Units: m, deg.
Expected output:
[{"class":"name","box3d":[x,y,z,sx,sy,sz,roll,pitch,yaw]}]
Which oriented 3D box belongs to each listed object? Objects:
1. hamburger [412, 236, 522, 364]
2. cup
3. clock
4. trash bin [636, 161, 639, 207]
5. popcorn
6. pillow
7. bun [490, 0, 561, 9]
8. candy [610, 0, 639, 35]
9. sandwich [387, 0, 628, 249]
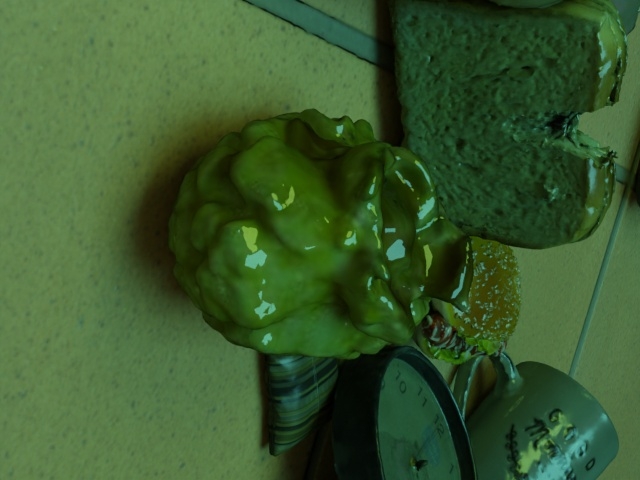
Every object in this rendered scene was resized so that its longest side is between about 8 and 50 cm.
[{"class":"hamburger","box3d":[0.179,0.067,1.251,0.210,0.116,0.173,18,87,-53]},{"class":"cup","box3d":[0.249,0.279,1.402,0.234,0.186,0.258,-37,101,-26]},{"class":"clock","box3d":[0.106,0.257,1.171,0.280,0.055,0.281,40,40,-46]},{"class":"trash bin","box3d":[0.652,-0.124,1.715,0.290,0.182,0.210,1,103,-57]},{"class":"popcorn","box3d":[0.000,0.000,0.913,0.258,0.270,0.224,-111,-145,-78]},{"class":"pillow","box3d":[-0.018,0.123,1.091,0.113,0.038,0.204,-26,123,-43]},{"class":"bun","box3d":[0.146,-0.389,0.948,0.364,0.202,0.365,11,75,-51]},{"class":"candy","box3d":[0.263,-0.271,1.168,0.195,0.184,0.137,-51,142,-26]},{"class":"sandwich","box3d":[0.195,-0.131,1.082,0.095,0.248,0.273,-39,134,-53]}]
